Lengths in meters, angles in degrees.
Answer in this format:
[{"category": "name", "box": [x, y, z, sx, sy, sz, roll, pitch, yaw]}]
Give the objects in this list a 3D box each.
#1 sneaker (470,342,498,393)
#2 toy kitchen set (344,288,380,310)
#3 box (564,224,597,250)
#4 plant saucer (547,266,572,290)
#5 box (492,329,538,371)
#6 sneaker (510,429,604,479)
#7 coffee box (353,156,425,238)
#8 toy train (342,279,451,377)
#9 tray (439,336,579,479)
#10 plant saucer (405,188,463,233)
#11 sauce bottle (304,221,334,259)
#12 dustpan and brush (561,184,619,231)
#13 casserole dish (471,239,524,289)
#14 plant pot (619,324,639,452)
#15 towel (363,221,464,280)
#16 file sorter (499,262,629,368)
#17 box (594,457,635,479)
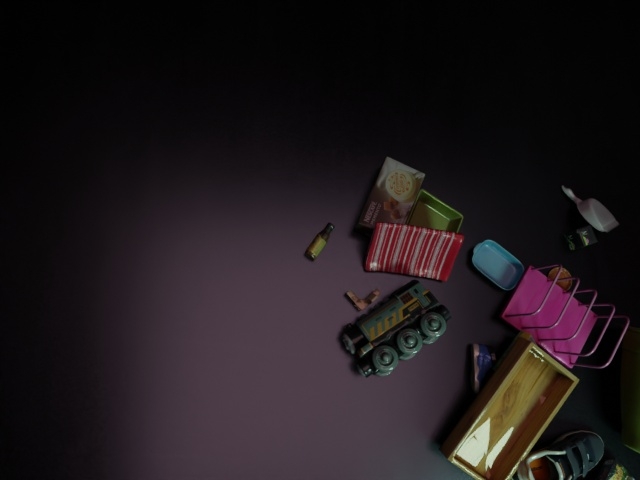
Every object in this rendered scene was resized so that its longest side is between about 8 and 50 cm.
[{"category": "sneaker", "box": [0.511, 0.397, 1.656, 0.085, 0.058, 0.152, 4, 70, 3]}, {"category": "toy kitchen set", "box": [0.135, 0.163, 1.658, 0.083, 0.068, 0.075, -41, 85, -14]}, {"category": "box", "box": [0.862, -0.008, 1.778, 0.052, 0.083, 0.062, -16, 80, -10]}, {"category": "plant saucer", "box": [0.791, 0.130, 1.775, 0.084, 0.013, 0.083, 2, 78, -7]}, {"category": "box", "box": [0.602, 0.379, 1.656, 0.179, 0.043, 0.105, -48, 123, -16]}, {"category": "sneaker", "box": [0.724, 0.659, 1.591, 0.321, 0.127, 0.126, -16, 78, -12]}, {"category": "coffee box", "box": [0.219, -0.122, 1.717, 0.141, 0.098, 0.246, 25, 75, -1]}, {"category": "toy train", "box": [0.228, 0.267, 1.620, 0.334, 0.142, 0.190, -32, 71, -11]}, {"category": "tray", "box": [0.552, 0.510, 1.572, 0.203, 0.076, 0.410, 37, 86, -11]}, {"category": "plant saucer", "box": [0.349, -0.040, 1.723, 0.188, 0.045, 0.188, 30, 75, -20]}, {"category": "sauce bottle", "box": [0.000, 0.000, 1.694, 0.042, 0.042, 0.128, 34, 73, 2]}, {"category": "dustpan and brush", "box": [0.901, -0.114, 1.813, 0.147, 0.060, 0.211, -17, 71, -44]}, {"category": "casserole dish", "box": [0.574, 0.082, 1.748, 0.188, 0.037, 0.114, 39, 76, 3]}, {"category": "plant pot", "box": [1.057, 0.472, 1.583, 0.367, 0.366, 0.352, 15, 87, -4]}, {"category": "towel", "box": [0.285, 0.037, 1.653, 0.275, 0.198, 0.031, 8, 40, -5]}, {"category": "file sorter", "box": [0.753, 0.232, 1.642, 0.291, 0.182, 0.202, 36, 75, -6]}, {"category": "box", "box": [0.867, 0.787, 1.576, 0.233, 0.044, 0.159, -36, 84, -36]}]
